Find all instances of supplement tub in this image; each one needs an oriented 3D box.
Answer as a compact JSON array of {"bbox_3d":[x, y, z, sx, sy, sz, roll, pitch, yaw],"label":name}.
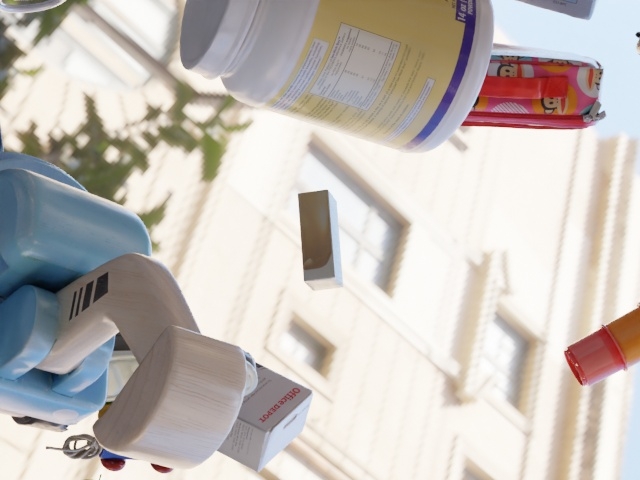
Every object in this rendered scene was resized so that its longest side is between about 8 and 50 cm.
[{"bbox_3d":[0.017,-0.258,1.723,0.241,0.331,0.241,-47,-145,49],"label":"supplement tub"}]

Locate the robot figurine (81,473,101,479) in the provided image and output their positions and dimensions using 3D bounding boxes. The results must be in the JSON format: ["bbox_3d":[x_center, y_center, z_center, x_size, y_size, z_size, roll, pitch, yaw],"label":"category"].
[{"bbox_3d":[-0.315,0.362,1.848,0.115,0.067,0.101,-49,-133,10],"label":"robot figurine"}]

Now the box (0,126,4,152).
[{"bbox_3d":[-0.416,-0.229,1.490,0.060,0.270,0.216,-24,-119,-23],"label":"box"}]

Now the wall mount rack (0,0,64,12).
[{"bbox_3d":[-0.333,-0.430,1.976,0.350,0.304,0.131,-18,-97,59],"label":"wall mount rack"}]

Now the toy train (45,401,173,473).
[{"bbox_3d":[-0.334,0.286,2.249,0.105,0.248,0.143,-65,-146,26],"label":"toy train"}]

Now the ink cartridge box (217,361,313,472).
[{"bbox_3d":[-0.136,0.250,2.162,0.148,0.203,0.086,-36,146,-54],"label":"ink cartridge box"}]

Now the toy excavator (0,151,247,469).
[{"bbox_3d":[-0.248,0.060,1.375,0.445,0.222,0.433,-35,-134,40],"label":"toy excavator"}]

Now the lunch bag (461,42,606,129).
[{"bbox_3d":[0.265,-0.227,2.057,0.258,0.293,0.120,-88,-179,-80],"label":"lunch bag"}]

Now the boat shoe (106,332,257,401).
[{"bbox_3d":[-0.235,0.177,2.057,0.305,0.109,0.091,-1,-147,12],"label":"boat shoe"}]

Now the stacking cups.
[{"bbox_3d":[0.492,0.110,1.950,0.316,0.096,0.096,-30,-152,-2],"label":"stacking cups"}]

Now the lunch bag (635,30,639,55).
[{"bbox_3d":[0.621,-0.254,2.011,0.256,0.212,0.305,-43,-110,34],"label":"lunch bag"}]

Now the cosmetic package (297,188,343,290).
[{"bbox_3d":[0.000,0.000,1.751,0.041,0.060,0.115,-7,-107,11],"label":"cosmetic package"}]

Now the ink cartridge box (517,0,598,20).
[{"bbox_3d":[0.304,-0.541,2.104,0.385,0.308,0.091,96,17,-44],"label":"ink cartridge box"}]
